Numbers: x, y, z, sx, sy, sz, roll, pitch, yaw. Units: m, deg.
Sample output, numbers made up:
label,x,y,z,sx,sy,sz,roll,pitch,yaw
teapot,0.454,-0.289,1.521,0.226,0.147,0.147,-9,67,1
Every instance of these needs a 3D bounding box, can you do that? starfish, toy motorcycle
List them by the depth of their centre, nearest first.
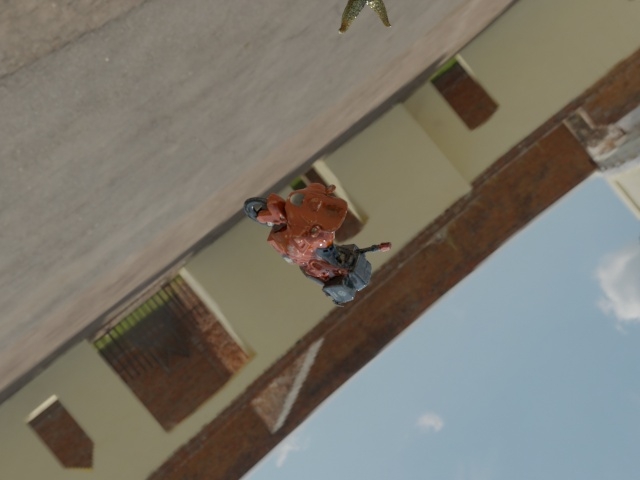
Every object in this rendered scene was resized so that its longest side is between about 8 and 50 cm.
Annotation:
label,x,y,z,sx,sy,sz,roll,pitch,yaw
toy motorcycle,0.000,0.000,1.568,0.221,0.326,0.148,-11,-134,40
starfish,0.100,-0.542,1.640,0.208,0.176,0.053,-47,-162,-1
